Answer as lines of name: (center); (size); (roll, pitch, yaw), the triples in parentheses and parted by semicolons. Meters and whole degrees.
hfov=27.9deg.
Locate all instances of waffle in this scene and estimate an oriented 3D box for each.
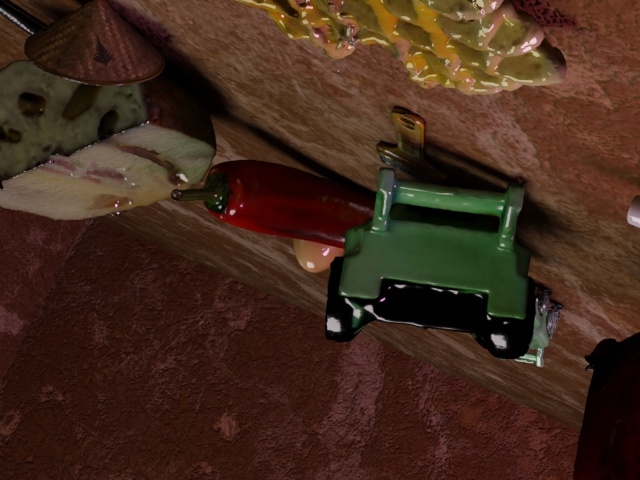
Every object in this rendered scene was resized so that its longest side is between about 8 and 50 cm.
waffle: (0.029, -0.166, 0.844); (0.261, 0.056, 0.250); (33, 169, -26)

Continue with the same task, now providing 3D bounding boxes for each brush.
brush: (0.089, -0.091, 1.275); (0.082, 0.010, 0.218); (25, 172, 9)

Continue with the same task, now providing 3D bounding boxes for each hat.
hat: (-0.228, -0.219, 1.317); (0.146, 0.067, 0.146); (8, -150, -5)

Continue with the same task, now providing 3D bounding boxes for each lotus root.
lotus root: (-0.243, -0.132, 1.517); (0.267, 0.149, 0.260); (-18, 167, 25)

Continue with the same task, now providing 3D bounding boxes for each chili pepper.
chili pepper: (-0.006, -0.040, 1.578); (0.368, 0.091, 0.137); (9, -176, -13)

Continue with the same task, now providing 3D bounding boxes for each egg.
egg: (0.000, 0.000, 1.837); (0.080, 0.096, 0.080); (10, 168, 2)

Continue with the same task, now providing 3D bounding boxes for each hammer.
hammer: (-0.325, -0.239, 1.588); (0.246, 0.029, 0.103); (33, 169, -32)

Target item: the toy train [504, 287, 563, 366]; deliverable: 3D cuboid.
toy train: (0.259, 0.108, 1.697); (0.099, 0.081, 0.149); (10, 166, 23)

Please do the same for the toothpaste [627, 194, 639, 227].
toothpaste: (0.350, 0.004, 1.013); (0.218, 0.033, 0.052); (18, 173, 23)

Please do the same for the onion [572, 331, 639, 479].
onion: (0.404, 0.221, 1.226); (0.341, 0.341, 0.341); (26, 172, 4)

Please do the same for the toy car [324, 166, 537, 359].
toy car: (0.121, 0.030, 1.380); (0.213, 0.176, 0.359); (7, 178, 4)
